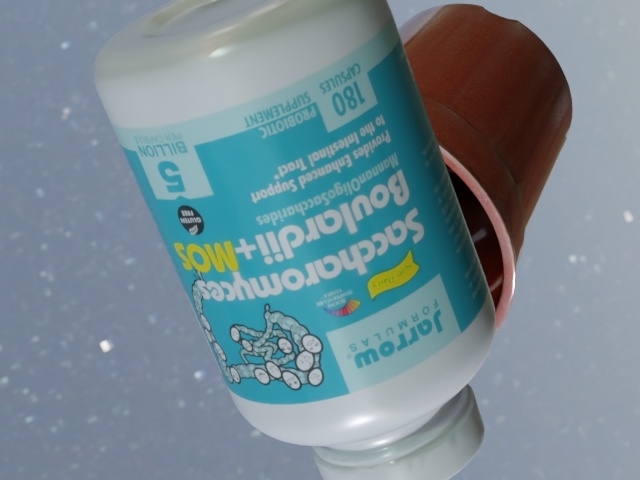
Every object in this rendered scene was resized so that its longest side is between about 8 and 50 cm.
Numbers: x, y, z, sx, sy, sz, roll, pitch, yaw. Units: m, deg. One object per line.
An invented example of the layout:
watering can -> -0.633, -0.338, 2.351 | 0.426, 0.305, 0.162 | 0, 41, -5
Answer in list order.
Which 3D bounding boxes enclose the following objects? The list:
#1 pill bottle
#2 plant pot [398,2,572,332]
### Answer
pill bottle -> 0.000, 0.000, 0.720 | 0.146, 0.146, 0.264 | -73, -36, -64
plant pot -> 0.097, -0.073, 1.318 | 0.272, 0.272, 0.265 | 57, -137, -19
